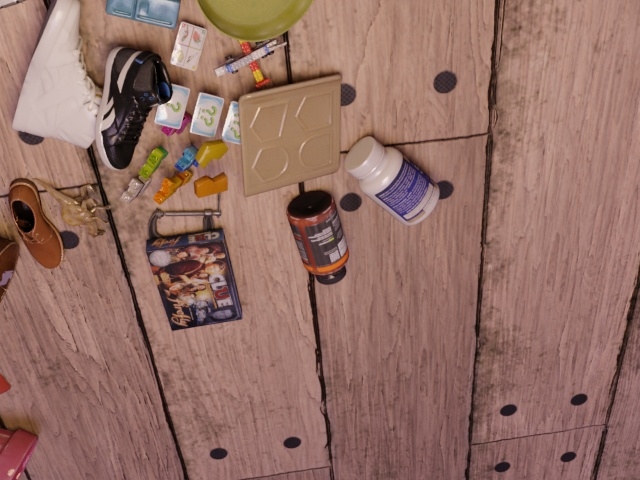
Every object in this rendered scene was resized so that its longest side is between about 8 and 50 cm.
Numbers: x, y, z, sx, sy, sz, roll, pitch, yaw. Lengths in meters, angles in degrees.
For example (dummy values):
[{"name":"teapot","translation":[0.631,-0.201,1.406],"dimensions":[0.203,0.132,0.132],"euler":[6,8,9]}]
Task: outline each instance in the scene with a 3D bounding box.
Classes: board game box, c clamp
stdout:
[{"name":"board game box","translation":[-0.270,0.089,1.644],"dimensions":[0.165,0.042,0.243],"euler":[-9,131,-2]},{"name":"c clamp","translation":[-0.283,-0.042,1.575],"dimensions":[0.160,0.022,0.137],"euler":[-6,132,-6]}]

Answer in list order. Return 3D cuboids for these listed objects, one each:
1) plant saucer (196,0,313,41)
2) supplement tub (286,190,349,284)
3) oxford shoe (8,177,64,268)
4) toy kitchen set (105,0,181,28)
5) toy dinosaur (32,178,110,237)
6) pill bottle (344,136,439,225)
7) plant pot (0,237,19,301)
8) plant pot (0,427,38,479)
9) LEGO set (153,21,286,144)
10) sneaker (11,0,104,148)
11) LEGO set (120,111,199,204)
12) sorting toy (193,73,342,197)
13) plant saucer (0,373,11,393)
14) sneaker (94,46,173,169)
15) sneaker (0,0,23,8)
[{"name":"plant saucer","translation":[-0.107,-0.453,1.253],"dimensions":[0.241,0.037,0.241],"euler":[-18,129,-23]},{"name":"supplement tub","translation":[0.000,0.000,1.593],"dimensions":[0.106,0.106,0.198],"euler":[-15,126,2]},{"name":"oxford shoe","translation":[-0.577,-0.016,1.514],"dimensions":[0.076,0.076,0.212],"euler":[-13,128,-1]},{"name":"toy kitchen set","translation":[-0.274,-0.431,1.201],"dimensions":[0.122,0.166,0.207],"euler":[9,123,-15]},{"name":"toy dinosaur","translation":[-0.484,-0.067,1.503],"dimensions":[0.092,0.053,0.183],"euler":[-31,124,15]},{"name":"pill bottle","translation":[0.141,-0.123,1.522],"dimensions":[0.186,0.112,0.112],"euler":[36,113,-29]},{"name":"plant pot","translation":[-0.751,0.057,1.477],"dimensions":[0.230,0.215,0.215],"euler":[23,120,-7]},{"name":"plant pot","translation":[-0.809,0.528,1.810],"dimensions":[0.180,0.201,0.201],"euler":[28,118,-8]},{"name":"LEGO set","translation":[-0.176,-0.300,1.345],"dimensions":[0.182,0.060,0.244],"euler":[12,104,-28]},{"name":"sneaker","translation":[-0.424,-0.291,1.327],"dimensions":[0.169,0.108,0.292],"euler":[17,131,-22]},{"name":"LEGO set","translation":[-0.285,-0.147,1.466],"dimensions":[0.087,0.093,0.227],"euler":[42,120,3]},{"name":"sorting toy","translation":[-0.100,-0.190,1.430],"dimensions":[0.307,0.041,0.229],"euler":[-17,132,-23]},{"name":"plant saucer","translation":[-0.891,0.309,1.717],"dimensions":[0.258,0.048,0.259],"euler":[-19,125,5]},{"name":"sneaker","translation":[-0.319,-0.221,1.307],"dimensions":[0.121,0.079,0.217],"euler":[14,105,28]},{"name":"sneaker","translation":[-0.425,-0.473,1.190],"dimensions":[0.297,0.111,0.129],"euler":[-21,120,6]}]
